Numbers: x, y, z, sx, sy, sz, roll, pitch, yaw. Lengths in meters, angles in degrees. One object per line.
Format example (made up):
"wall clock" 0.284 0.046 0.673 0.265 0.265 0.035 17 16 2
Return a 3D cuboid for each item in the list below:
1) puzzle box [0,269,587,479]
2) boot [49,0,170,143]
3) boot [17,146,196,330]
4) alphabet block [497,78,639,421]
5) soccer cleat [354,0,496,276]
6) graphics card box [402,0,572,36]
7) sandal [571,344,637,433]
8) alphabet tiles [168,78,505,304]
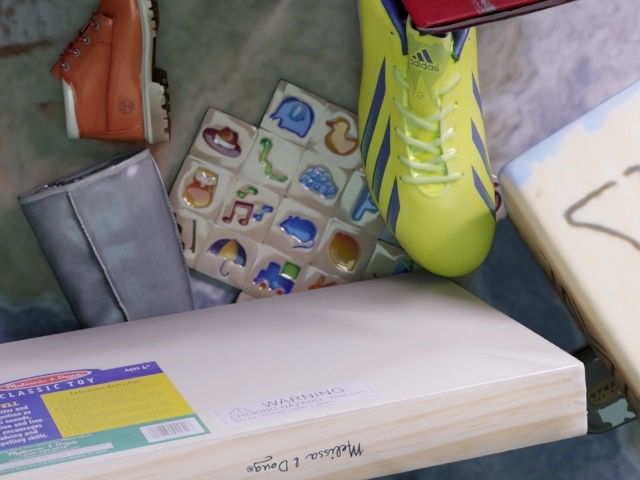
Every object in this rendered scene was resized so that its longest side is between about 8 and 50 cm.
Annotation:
"puzzle box" -0.065 0.104 1.274 0.409 0.272 0.052 -10 106 -15
"boot" -0.155 -0.145 1.383 0.084 0.059 0.158 -3 103 1
"boot" -0.169 0.059 1.407 0.189 0.076 0.208 -28 112 -10
"alphabet block" 0.256 -0.001 1.344 0.192 0.193 0.197 -32 78 4
"soccer cleat" 0.073 -0.111 1.367 0.093 0.121 0.289 -9 98 -6
"graphics card box" 0.233 -0.269 1.241 0.371 0.233 0.094 -33 101 -18
"sandal" 0.276 0.079 1.458 0.219 0.060 0.090 -29 102 2
"alphabet tiles" 0.000 0.000 1.448 0.237 0.009 0.198 24 99 -8
